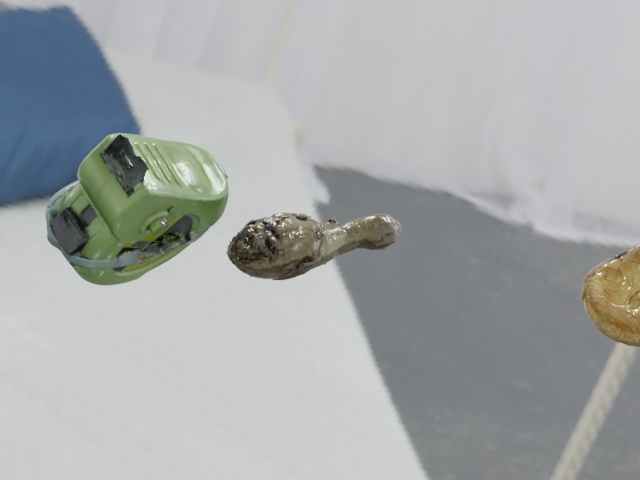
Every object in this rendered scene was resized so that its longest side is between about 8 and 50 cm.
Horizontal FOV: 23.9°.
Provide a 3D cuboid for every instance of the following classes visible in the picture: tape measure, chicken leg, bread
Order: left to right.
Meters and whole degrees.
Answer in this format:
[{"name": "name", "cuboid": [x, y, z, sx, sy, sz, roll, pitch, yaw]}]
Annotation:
[{"name": "tape measure", "cuboid": [-0.182, -0.033, 1.494, 0.106, 0.175, 0.200, 56, 24, 14]}, {"name": "chicken leg", "cuboid": [0.001, 0.003, 1.578, 0.198, 0.085, 0.069, -9, 69, -30]}, {"name": "bread", "cuboid": [0.256, 0.037, 1.161, 0.111, 0.044, 0.083, -28, 53, -12]}]
